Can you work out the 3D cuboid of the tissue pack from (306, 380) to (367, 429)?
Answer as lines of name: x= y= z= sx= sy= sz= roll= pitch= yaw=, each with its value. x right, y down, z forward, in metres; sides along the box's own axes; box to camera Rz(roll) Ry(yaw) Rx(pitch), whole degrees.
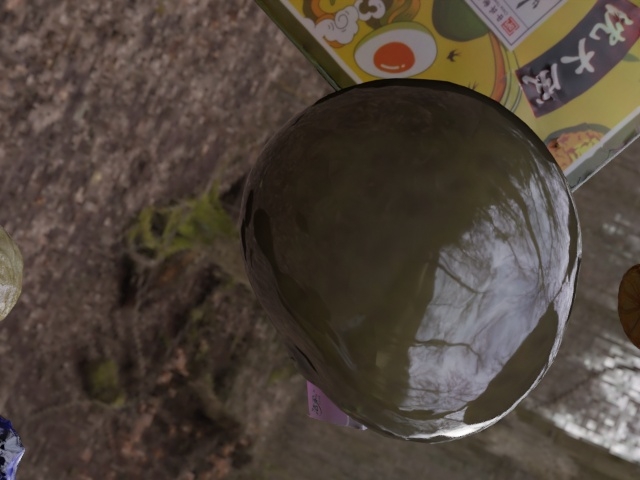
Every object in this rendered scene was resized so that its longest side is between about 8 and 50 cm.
tissue pack: x=0.094 y=0.119 z=1.411 sx=0.246 sy=0.092 sz=0.149 roll=-15 pitch=107 yaw=-45

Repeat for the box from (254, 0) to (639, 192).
box: x=0.162 y=-0.259 z=1.063 sx=0.373 sy=0.420 sz=0.138 roll=-41 pitch=-172 yaw=12

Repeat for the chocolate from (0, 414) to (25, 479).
chocolate: x=-0.253 y=0.096 z=0.747 sx=0.126 sy=0.343 sz=0.148 roll=-8 pitch=146 yaw=-37

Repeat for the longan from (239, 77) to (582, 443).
longan: x=0.057 y=0.008 z=0.689 sx=0.196 sy=0.220 sz=0.196 roll=-24 pitch=169 yaw=-5

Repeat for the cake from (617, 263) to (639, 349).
cake: x=0.293 y=0.057 z=0.987 sx=0.084 sy=0.044 sz=0.084 roll=172 pitch=-90 yaw=-72

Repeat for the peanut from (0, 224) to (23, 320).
peanut: x=-0.485 y=0.038 z=1.474 sx=0.158 sy=0.174 sz=0.340 roll=-40 pitch=161 yaw=-2
